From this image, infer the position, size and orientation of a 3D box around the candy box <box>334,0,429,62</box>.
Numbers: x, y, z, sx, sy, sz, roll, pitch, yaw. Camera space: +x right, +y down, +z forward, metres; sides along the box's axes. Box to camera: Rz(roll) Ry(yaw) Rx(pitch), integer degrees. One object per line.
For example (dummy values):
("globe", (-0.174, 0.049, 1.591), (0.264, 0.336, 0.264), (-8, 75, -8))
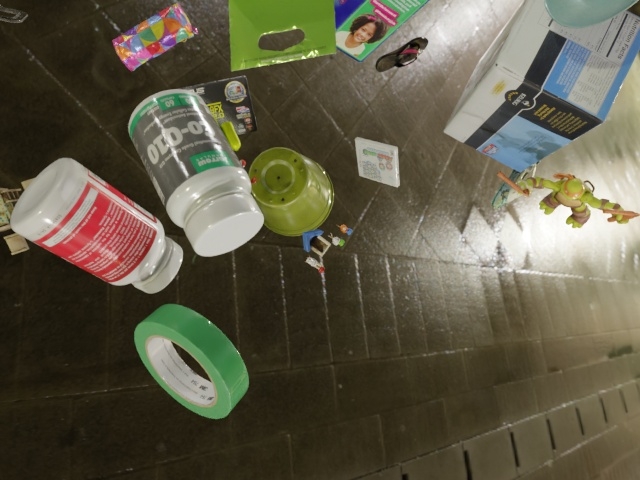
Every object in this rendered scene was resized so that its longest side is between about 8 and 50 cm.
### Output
("candy box", (0.129, -0.578, 0.923), (0.122, 0.317, 0.268), (10, 61, -39))

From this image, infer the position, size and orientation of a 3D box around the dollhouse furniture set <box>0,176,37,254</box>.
("dollhouse furniture set", (-0.832, -0.070, 1.293), (0.160, 0.101, 0.182), (-23, 101, -17))

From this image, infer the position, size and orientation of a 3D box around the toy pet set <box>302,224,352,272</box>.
("toy pet set", (0.000, 0.000, 1.070), (0.065, 0.114, 0.122), (37, 88, -16))

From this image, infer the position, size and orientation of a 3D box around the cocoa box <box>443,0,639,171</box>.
("cocoa box", (0.459, -0.335, 0.997), (0.227, 0.347, 0.232), (28, 83, 2))

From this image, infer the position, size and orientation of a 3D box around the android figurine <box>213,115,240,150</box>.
("android figurine", (-0.383, -0.292, 1.490), (0.248, 0.056, 0.273), (-26, 78, -2))

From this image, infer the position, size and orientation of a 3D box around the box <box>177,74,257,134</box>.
("box", (-0.405, -0.520, 1.827), (0.270, 0.060, 0.216), (-14, 118, -8))

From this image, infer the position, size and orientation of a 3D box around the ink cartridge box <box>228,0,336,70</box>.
("ink cartridge box", (-0.077, -0.407, 0.683), (0.097, 0.188, 0.255), (-1, 88, -75))

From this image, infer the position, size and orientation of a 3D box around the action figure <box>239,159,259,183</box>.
("action figure", (-0.321, -0.171, 1.548), (0.091, 0.139, 0.280), (50, 61, -35))

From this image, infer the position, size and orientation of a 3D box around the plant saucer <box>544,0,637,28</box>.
("plant saucer", (0.406, -0.389, 0.633), (0.037, 0.195, 0.195), (7, 69, -27))

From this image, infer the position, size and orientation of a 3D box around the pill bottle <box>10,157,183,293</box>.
("pill bottle", (-0.592, -0.019, 1.270), (0.407, 0.229, 0.229), (44, 48, -42))

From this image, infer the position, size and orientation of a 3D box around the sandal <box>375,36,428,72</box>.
("sandal", (0.238, -0.521, 1.307), (0.179, 0.067, 0.040), (-31, 61, -14))

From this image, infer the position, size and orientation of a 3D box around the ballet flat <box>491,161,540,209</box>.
("ballet flat", (0.560, -0.164, 1.303), (0.070, 0.070, 0.188), (26, 96, -33))

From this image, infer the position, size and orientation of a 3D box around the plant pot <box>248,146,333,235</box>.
("plant pot", (-0.142, -0.223, 1.900), (0.353, 0.366, 0.367), (48, 27, -80))

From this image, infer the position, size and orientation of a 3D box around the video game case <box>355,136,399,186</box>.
("video game case", (0.185, -0.254, 1.490), (0.019, 0.157, 0.143), (-42, 138, -31))

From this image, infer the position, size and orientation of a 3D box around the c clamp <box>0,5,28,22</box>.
("c clamp", (-0.959, -0.681, 1.373), (0.137, 0.022, 0.161), (2, 34, -28))

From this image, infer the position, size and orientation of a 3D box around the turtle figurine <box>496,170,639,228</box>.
("turtle figurine", (0.521, -0.098, 0.984), (0.217, 0.269, 0.087), (22, 88, -65))

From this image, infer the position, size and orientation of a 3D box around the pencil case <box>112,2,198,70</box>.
("pencil case", (-0.479, -0.588, 1.334), (0.236, 0.104, 0.104), (-28, 94, -1))

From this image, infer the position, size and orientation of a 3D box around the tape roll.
("tape roll", (-0.335, 0.314, 1.180), (0.321, 0.321, 0.077), (56, 43, -11))

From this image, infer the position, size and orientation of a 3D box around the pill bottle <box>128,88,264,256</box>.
("pill bottle", (-0.289, -0.157, 1.076), (0.204, 0.204, 0.361), (-14, 65, -44))
